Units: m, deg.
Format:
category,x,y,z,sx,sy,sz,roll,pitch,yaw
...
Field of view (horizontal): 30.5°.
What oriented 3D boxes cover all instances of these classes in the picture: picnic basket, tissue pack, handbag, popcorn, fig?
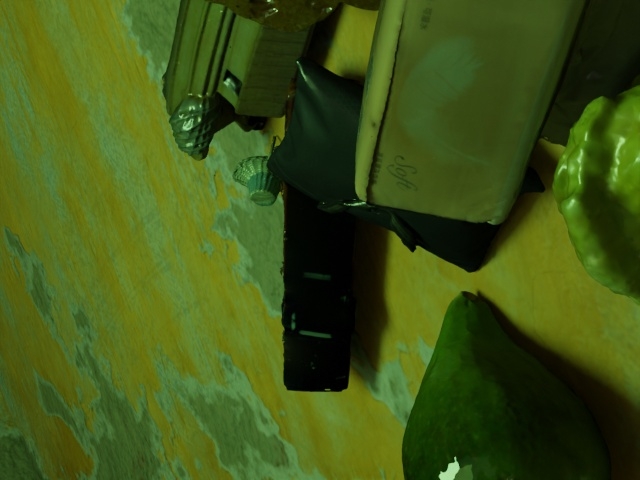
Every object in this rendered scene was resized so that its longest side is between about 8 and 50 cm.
category,x,y,z,sx,sy,sz,roll,pitch,yaw
picnic basket,-0.068,-0.081,1.459,0.065,0.083,0.083,104,172,-53
tissue pack,0.160,-0.186,0.924,0.238,0.238,0.306,47,146,30
handbag,0.070,-0.064,1.151,0.254,0.089,0.211,28,154,0
popcorn,0.272,-0.041,0.891,0.197,0.155,0.198,13,114,31
fig,0.163,0.172,1.164,0.206,0.206,0.275,115,147,-50

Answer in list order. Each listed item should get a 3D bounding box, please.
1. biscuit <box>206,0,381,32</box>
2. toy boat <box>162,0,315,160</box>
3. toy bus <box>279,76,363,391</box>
category,x,y,z,sx,sy,sz,roll,pitch,yaw
biscuit,-0.043,-0.305,1.139,0.290,0.041,0.208,15,130,-1
toy boat,-0.076,-0.259,1.296,0.162,0.136,0.445,41,140,19
toy bus,0.000,0.000,1.352,0.092,0.093,0.409,-85,-2,-56
